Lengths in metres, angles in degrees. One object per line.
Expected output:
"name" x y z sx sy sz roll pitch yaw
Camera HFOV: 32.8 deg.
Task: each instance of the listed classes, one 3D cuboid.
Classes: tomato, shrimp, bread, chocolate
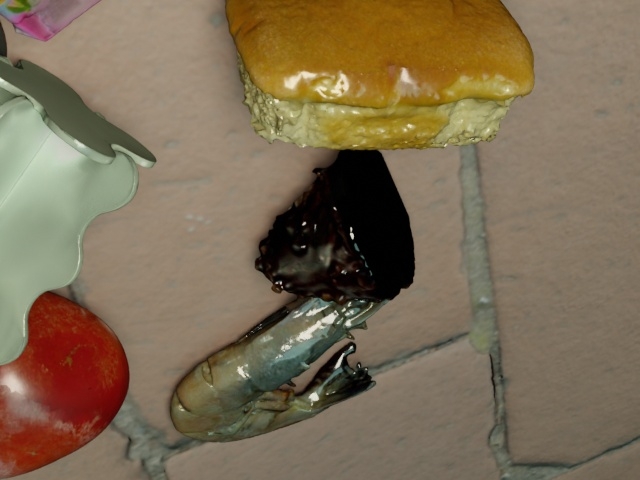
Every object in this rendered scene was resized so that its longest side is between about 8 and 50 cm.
"tomato" -0.263 0.132 0.959 0.187 0.151 0.187 -17 135 -17
"shrimp" -0.017 0.135 1.136 0.289 0.075 0.178 -39 140 4
"bread" 0.042 -0.150 0.876 0.246 0.174 0.121 1 129 -18
"chocolate" 0.000 0.000 1.019 0.133 0.156 0.156 -17 137 23

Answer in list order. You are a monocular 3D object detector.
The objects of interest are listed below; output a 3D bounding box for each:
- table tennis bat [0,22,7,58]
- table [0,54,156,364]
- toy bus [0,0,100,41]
"table tennis bat" -0.360 -0.154 0.779 0.274 0.021 0.154 19 115 -38
"table" -0.247 -0.022 0.819 0.166 0.166 0.198 30 101 -39
"toy bus" -0.132 -0.262 0.760 0.274 0.090 0.112 -35 142 3
